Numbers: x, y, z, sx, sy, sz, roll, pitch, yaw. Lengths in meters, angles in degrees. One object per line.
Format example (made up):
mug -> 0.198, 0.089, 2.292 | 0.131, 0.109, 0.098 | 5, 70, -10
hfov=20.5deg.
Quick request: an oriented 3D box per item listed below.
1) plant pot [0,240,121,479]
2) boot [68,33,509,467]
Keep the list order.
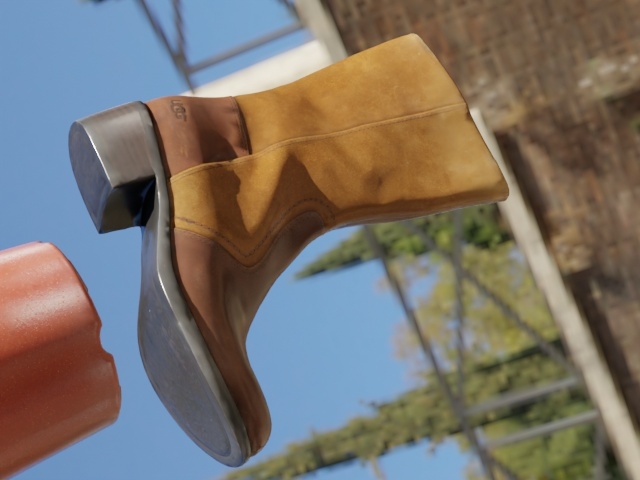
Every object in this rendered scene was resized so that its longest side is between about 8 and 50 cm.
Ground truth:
plant pot -> -0.354, 0.136, 1.727 | 0.272, 0.265, 0.272 | 48, 150, 40
boot -> 0.000, 0.000, 1.205 | 0.264, 0.280, 0.096 | 63, 153, 25
